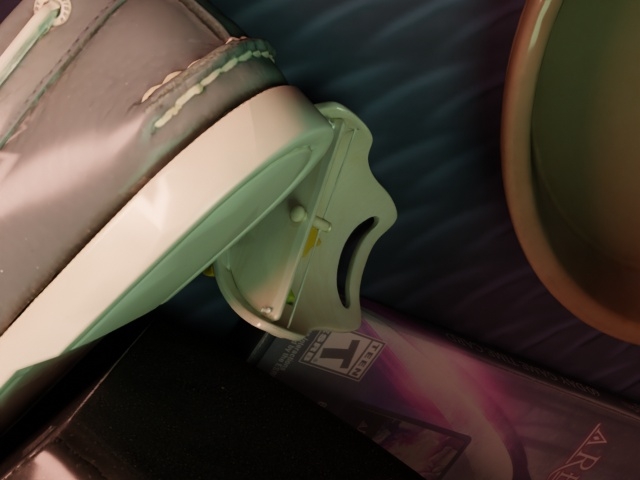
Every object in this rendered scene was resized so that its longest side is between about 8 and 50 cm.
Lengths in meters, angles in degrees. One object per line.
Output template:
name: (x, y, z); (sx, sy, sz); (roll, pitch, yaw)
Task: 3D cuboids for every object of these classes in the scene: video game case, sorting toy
video game case: (0.042, 0.134, 0.587); (0.274, 0.026, 0.196); (22, 111, -32)
sorting toy: (0.000, 0.000, 0.463); (0.075, 0.045, 0.083); (29, 76, -47)

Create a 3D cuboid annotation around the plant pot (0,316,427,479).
plant pot: (-0.060, 0.140, 0.431); (0.187, 0.188, 0.167); (-41, 96, 14)

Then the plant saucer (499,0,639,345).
plant saucer: (0.192, -0.077, 0.499); (0.278, 0.041, 0.278); (-11, 125, -16)

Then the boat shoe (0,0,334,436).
boat shoe: (-0.144, 0.028, 0.412); (0.319, 0.116, 0.099); (-38, 86, 13)
